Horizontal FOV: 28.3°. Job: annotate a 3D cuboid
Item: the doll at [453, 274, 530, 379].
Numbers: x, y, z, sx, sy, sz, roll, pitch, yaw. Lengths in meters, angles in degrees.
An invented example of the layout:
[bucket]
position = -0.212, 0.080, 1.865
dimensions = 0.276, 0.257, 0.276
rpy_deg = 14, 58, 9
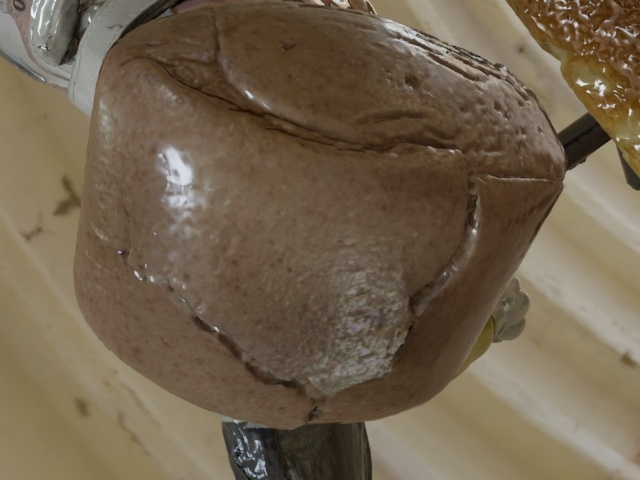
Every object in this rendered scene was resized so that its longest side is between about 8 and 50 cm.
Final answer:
[doll]
position = 0.151, 0.090, 1.286
dimensions = 0.162, 0.062, 0.106
rpy_deg = -28, -37, -37

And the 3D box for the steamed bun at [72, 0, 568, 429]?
[steamed bun]
position = 0.000, 0.000, 0.801
dimensions = 0.301, 0.199, 0.251
rpy_deg = 4, -39, -23

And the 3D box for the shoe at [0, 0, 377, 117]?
[shoe]
position = -0.130, -0.166, 0.976
dimensions = 0.198, 0.351, 0.172
rpy_deg = -67, -10, -65

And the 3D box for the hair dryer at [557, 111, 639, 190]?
[hair dryer]
position = 0.345, -0.130, 1.597
dimensions = 0.251, 0.089, 0.197
rpy_deg = -30, -66, -21

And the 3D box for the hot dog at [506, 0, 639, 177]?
[hot dog]
position = 0.321, -0.226, 1.202
dimensions = 0.185, 0.405, 0.223
rpy_deg = -36, 2, 40

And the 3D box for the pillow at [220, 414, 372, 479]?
[pillow]
position = -0.031, 0.156, 1.099
dimensions = 0.161, 0.093, 0.335
rpy_deg = -19, -85, -52
